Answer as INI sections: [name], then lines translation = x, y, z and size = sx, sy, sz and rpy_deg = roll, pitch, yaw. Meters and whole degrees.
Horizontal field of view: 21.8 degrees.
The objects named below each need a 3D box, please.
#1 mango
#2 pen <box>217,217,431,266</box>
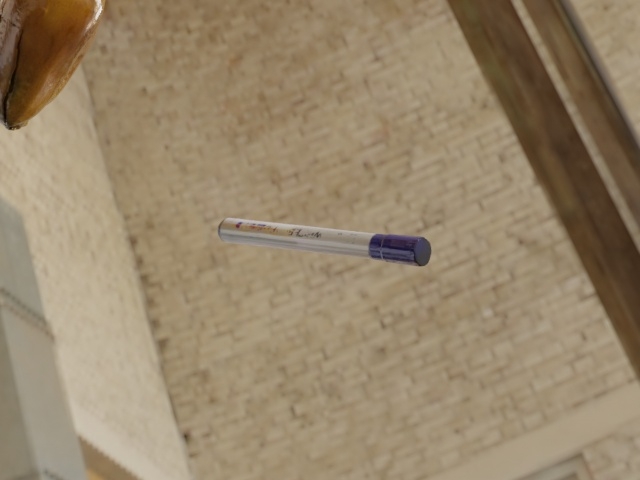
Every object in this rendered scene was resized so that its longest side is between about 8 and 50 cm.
[mango]
translation = -0.251, -0.180, 1.479
size = 0.159, 0.084, 0.105
rpy_deg = -55, -3, 10
[pen]
translation = 0.000, 0.000, 1.838
size = 0.269, 0.033, 0.033
rpy_deg = 7, -21, 34
